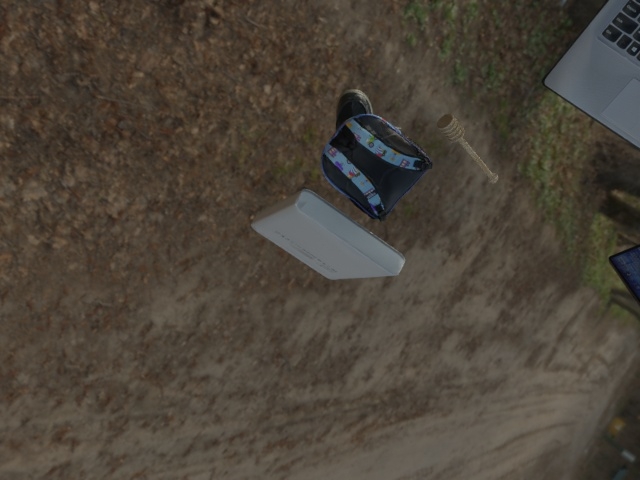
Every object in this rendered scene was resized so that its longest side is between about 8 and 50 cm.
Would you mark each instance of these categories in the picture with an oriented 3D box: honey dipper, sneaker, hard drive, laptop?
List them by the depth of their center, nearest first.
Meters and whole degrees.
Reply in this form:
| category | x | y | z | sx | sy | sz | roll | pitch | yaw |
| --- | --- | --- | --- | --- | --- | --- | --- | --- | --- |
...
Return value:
| category | x | y | z | sx | sy | sz | roll | pitch | yaw |
| --- | --- | --- | --- | --- | --- | --- | --- | --- | --- |
| laptop | 0.603 | -0.251 | 0.963 | 0.408 | 0.381 | 0.236 | -55 | -175 | 34 |
| honey dipper | 0.240 | -0.141 | 1.080 | 0.160 | 0.030 | 0.030 | 41 | 85 | -36 |
| hard drive | 0.000 | 0.000 | 1.366 | 0.047 | 0.233 | 0.353 | -59 | -167 | -13 |
| sneaker | 0.074 | -0.215 | 1.485 | 0.222 | 0.083 | 0.118 | 87 | 5 | -48 |

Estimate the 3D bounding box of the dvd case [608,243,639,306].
| category | x | y | z | sx | sy | sz | roll | pitch | yaw |
| --- | --- | --- | --- | --- | --- | --- | --- | --- | --- |
| dvd case | 0.730 | 0.053 | 1.324 | 0.252 | 0.180 | 0.022 | -23 | 137 | 6 |

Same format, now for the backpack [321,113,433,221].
| category | x | y | z | sx | sy | sz | roll | pitch | yaw |
| --- | --- | --- | --- | --- | --- | --- | --- | --- | --- |
| backpack | 0.083 | -0.144 | 1.195 | 0.173 | 0.117 | 0.158 | 35 | 104 | -22 |
